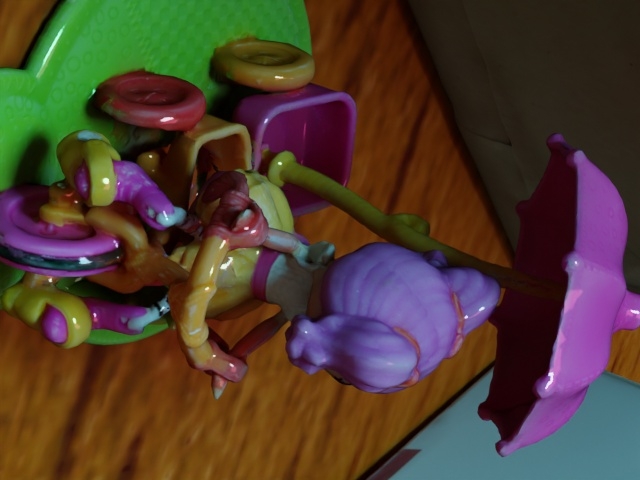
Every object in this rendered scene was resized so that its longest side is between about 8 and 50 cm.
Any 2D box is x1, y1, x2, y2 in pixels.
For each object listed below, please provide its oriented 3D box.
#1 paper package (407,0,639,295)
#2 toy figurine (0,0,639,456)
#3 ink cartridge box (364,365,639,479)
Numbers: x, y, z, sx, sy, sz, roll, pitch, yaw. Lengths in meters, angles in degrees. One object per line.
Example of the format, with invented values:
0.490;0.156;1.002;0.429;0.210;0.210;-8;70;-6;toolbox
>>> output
0.189;-0.152;0.678;0.325;0.168;0.309;-56;146;-19;paper package
0.000;0.000;0.502;0.173;0.159;0.130;-22;126;-48;toy figurine
0.072;0.211;0.780;0.197;0.114;0.272;-36;136;-41;ink cartridge box
